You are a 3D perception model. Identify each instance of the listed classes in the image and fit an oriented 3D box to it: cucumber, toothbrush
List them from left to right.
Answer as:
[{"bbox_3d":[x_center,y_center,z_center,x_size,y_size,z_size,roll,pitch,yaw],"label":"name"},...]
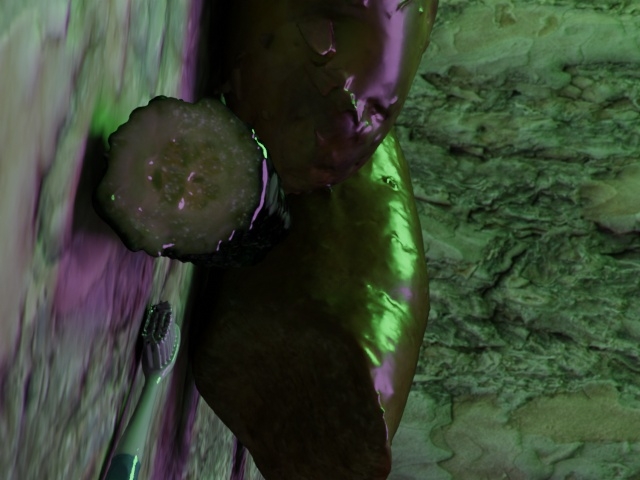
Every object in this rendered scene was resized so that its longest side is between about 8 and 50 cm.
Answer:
[{"bbox_3d":[-0.095,0.117,0.783,0.276,0.019,0.025,-80,170,-55],"label":"toothbrush"},{"bbox_3d":[-0.055,-0.020,0.794,0.265,0.077,0.077,81,15,-86],"label":"cucumber"}]

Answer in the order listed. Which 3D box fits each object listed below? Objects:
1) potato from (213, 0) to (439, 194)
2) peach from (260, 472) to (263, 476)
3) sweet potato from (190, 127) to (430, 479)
[{"bbox_3d":[0.006,-0.163,1.065,0.192,0.141,0.296,120,-19,-53],"label":"potato"},{"bbox_3d":[-0.014,0.157,1.553,0.151,0.118,0.151,43,32,-36],"label":"peach"},{"bbox_3d":[0.000,0.000,1.142,0.158,0.157,0.370,92,3,-52],"label":"sweet potato"}]
